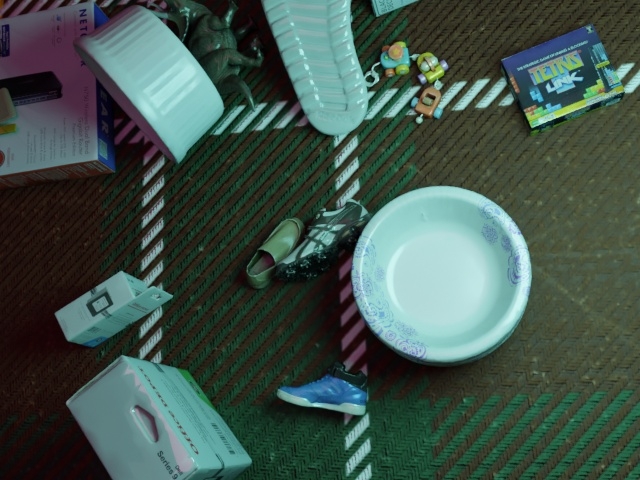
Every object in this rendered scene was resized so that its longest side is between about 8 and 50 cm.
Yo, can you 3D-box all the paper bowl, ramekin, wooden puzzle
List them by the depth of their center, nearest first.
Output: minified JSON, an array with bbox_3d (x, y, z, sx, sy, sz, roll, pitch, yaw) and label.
[{"bbox_3d":[0.198,0.064,1.374,0.284,0.148,0.284,-3,76,11],"label":"paper bowl"},{"bbox_3d":[-0.299,-0.285,1.500,0.135,0.277,0.277,-42,72,-8],"label":"ramekin"},{"bbox_3d":[-0.621,-0.248,1.599,0.078,0.014,0.116,-19,74,2],"label":"wooden puzzle"}]

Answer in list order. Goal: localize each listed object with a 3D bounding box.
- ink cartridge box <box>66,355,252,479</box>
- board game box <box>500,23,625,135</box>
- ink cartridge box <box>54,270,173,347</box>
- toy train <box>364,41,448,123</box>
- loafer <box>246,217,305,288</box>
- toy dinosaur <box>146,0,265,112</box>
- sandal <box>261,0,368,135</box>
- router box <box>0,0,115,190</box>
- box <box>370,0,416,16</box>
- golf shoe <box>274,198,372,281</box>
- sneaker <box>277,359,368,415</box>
[{"bbox_3d":[-0.248,0.309,1.332,0.121,0.289,0.211,-39,72,0],"label":"ink cartridge box"},{"bbox_3d":[0.421,-0.280,1.463,0.170,0.048,0.141,-22,75,6],"label":"board game box"},{"bbox_3d":[-0.367,0.115,1.500,0.180,0.104,0.060,-32,72,2],"label":"ink cartridge box"},{"bbox_3d":[0.162,-0.296,1.521,0.166,0.046,0.125,31,84,16],"label":"toy train"},{"bbox_3d":[-0.080,0.021,1.492,0.056,0.050,0.148,32,85,17],"label":"loafer"},{"bbox_3d":[-0.191,-0.353,1.588,0.160,0.121,0.314,-29,77,16],"label":"toy dinosaur"},{"bbox_3d":[-0.013,-0.398,1.516,0.169,0.102,0.417,-7,101,9],"label":"sandal"},{"bbox_3d":[-0.562,-0.279,1.645,0.301,0.082,0.336,-9,75,9],"label":"router box"},{"bbox_3d":[0.205,-0.553,1.552,0.289,0.087,0.169,-19,73,7],"label":"box"},{"bbox_3d":[0.000,0.000,1.476,0.198,0.077,0.094,-28,62,-3],"label":"golf shoe"},{"bbox_3d":[0.006,0.241,1.416,0.152,0.058,0.085,8,84,9],"label":"sneaker"}]
